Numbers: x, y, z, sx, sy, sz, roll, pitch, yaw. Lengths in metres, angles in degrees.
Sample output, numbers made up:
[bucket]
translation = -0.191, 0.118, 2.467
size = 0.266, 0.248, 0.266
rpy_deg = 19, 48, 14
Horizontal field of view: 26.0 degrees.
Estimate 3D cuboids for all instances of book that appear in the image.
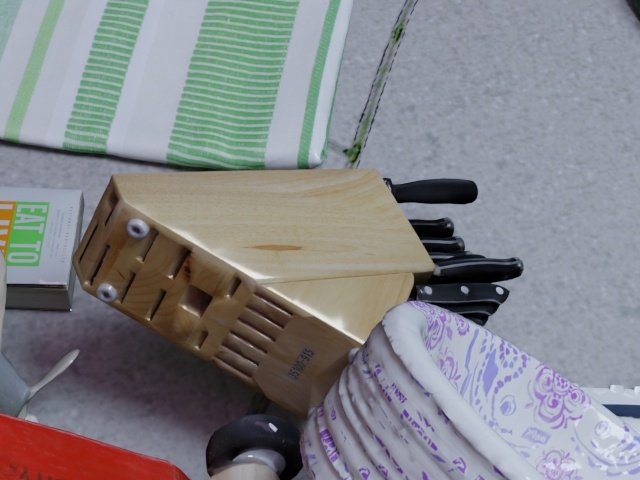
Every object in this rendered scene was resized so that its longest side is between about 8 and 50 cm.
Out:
[book]
translation = -0.253, 0.002, 1.030
size = 0.144, 0.035, 0.096
rpy_deg = 1, 53, -2

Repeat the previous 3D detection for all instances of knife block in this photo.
[knife block]
translation = 0.000, 0.000, 0.966
size = 0.276, 0.088, 0.242
rpy_deg = 30, 39, -3

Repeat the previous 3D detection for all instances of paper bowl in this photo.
[paper bowl]
translation = 0.113, 0.174, 0.763
size = 0.284, 0.284, 0.148
rpy_deg = 40, 101, 19

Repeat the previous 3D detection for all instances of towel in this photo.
[towel]
translation = -0.141, -0.172, 1.144
size = 0.325, 0.038, 0.248
rpy_deg = 9, 58, 1

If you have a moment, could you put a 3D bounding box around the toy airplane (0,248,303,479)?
[toy airplane]
translation = -0.218, 0.178, 0.776
size = 0.384, 0.272, 0.386
rpy_deg = 49, 33, 10

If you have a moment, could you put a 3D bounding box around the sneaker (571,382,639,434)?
[sneaker]
translation = 0.143, 0.150, 0.935
size = 0.235, 0.090, 0.094
rpy_deg = 1, 67, -2

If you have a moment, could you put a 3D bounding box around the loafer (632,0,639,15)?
[loafer]
translation = 0.356, -0.163, 1.142
size = 0.087, 0.094, 0.251
rpy_deg = -23, 62, -13
